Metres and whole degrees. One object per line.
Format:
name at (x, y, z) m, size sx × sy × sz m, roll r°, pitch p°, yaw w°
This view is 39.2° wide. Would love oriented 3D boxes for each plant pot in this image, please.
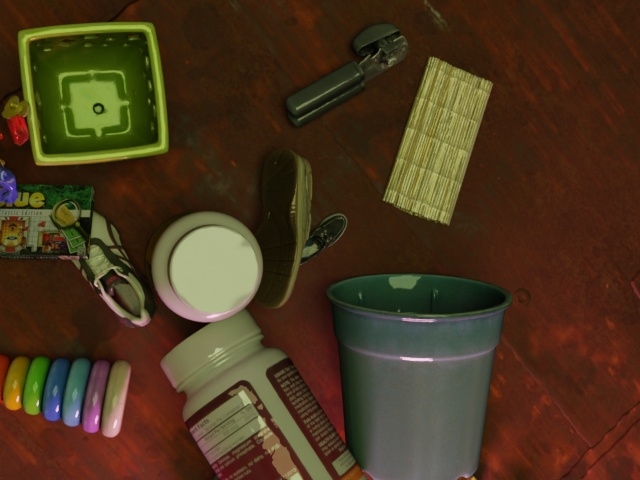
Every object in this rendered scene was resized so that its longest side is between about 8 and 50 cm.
plant pot at (-0.394, -0.245, 1.569) m, size 0.227 × 0.207 × 0.228 m, roll -7°, pitch 93°, yaw -14°
plant pot at (0.175, 0.256, 1.681) m, size 0.341 × 0.341 × 0.334 m, roll -1°, pitch 101°, yaw -14°

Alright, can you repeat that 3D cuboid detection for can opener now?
can opener at (0.045, -0.330, 1.758) m, size 0.283 × 0.076 × 0.095 m, roll -31°, pitch 66°, yaw -11°

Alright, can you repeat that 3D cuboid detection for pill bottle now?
pill bottle at (-0.204, 0.042, 1.559) m, size 0.188 × 0.334 × 0.187 m, roll 0°, pitch 91°, yaw -14°
pill bottle at (-0.108, 0.334, 1.613) m, size 0.224 × 0.224 × 0.392 m, roll -32°, pitch 81°, yaw -11°

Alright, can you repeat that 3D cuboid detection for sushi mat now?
sushi mat at (0.239, -0.200, 1.824) m, size 0.151 × 0.019 × 0.316 m, roll 19°, pitch 87°, yaw -15°

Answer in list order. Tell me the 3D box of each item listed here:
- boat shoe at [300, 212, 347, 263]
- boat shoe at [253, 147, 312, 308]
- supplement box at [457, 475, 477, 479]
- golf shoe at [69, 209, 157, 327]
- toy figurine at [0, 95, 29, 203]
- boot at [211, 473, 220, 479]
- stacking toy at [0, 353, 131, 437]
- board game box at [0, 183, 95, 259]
boat shoe at (0.000, 0.000, 1.759) m, size 0.142 × 0.040 × 0.049 m, roll -41°, pitch 100°, yaw -9°
boat shoe at (-0.063, -0.018, 1.705) m, size 0.109 × 0.098 × 0.302 m, roll 1°, pitch 82°, yaw 29°
supplement box at (0.240, 0.573, 1.817) m, size 0.233 × 0.080 × 0.078 m, roll -46°, pitch 103°, yaw -11°
golf shoe at (-0.388, 0.040, 1.626) m, size 0.105 × 0.120 × 0.273 m, roll -39°, pitch 99°, yaw -8°
toy figurine at (-0.625, -0.127, 1.506) m, size 0.191 × 0.363 × 0.217 m, roll -44°, pitch 139°, yaw -40°
boot at (-0.130, 0.532, 1.723) m, size 0.246 × 0.083 × 0.161 m, roll 40°, pitch 80°, yaw -3°
stacking toy at (-0.513, 0.261, 1.601) m, size 0.330 × 0.141 × 0.141 m, roll 9°, pitch 89°, yaw -9°
board game box at (-0.534, -0.034, 1.585) m, size 0.260 × 0.030 × 0.136 m, roll 0°, pitch 69°, yaw -2°
